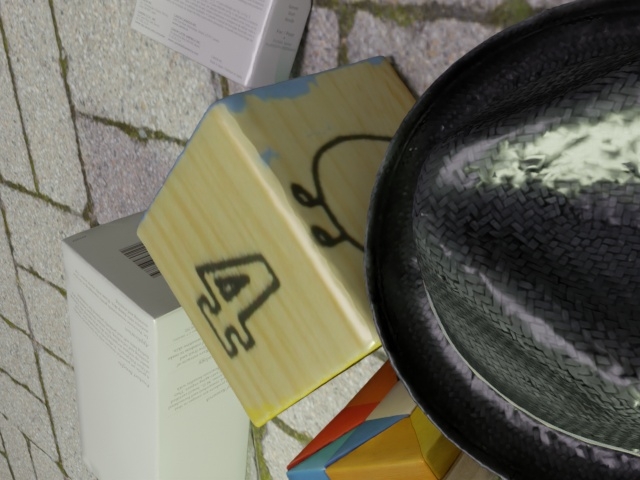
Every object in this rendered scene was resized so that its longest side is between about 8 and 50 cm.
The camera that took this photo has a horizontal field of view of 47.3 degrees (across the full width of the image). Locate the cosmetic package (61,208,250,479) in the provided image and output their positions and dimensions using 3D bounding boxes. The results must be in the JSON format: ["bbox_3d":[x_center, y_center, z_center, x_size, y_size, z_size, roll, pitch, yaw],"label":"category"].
[{"bbox_3d":[-0.199,0.168,0.909,0.197,0.155,0.365,32,130,33],"label":"cosmetic package"}]

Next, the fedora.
[{"bbox_3d":[0.164,-0.001,0.343,0.334,0.152,0.334,-3,83,20],"label":"fedora"}]

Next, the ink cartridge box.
[{"bbox_3d":[-0.077,-0.269,0.659,0.181,0.056,0.225,33,112,32],"label":"ink cartridge box"}]

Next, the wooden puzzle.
[{"bbox_3d":[0.070,0.129,0.544,0.044,0.239,0.221,52,140,-9],"label":"wooden puzzle"}]

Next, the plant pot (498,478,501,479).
[{"bbox_3d":[0.211,0.247,0.454,0.227,0.228,0.207,8,130,42],"label":"plant pot"}]

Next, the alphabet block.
[{"bbox_3d":[0.000,0.000,0.589,0.197,0.192,0.193,56,140,10],"label":"alphabet block"}]
